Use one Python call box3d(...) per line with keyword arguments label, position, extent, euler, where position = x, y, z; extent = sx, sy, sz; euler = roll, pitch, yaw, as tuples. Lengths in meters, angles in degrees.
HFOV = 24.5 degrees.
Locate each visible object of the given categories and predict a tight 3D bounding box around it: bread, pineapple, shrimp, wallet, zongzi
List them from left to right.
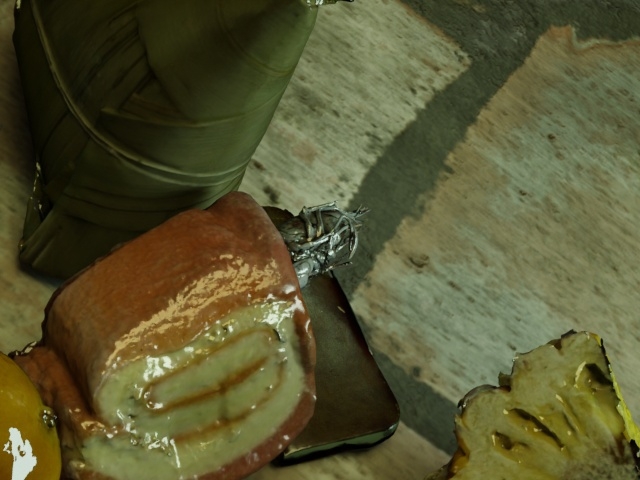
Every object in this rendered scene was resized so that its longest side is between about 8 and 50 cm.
box3d(label="zongzi", position=(-0.142, -0.226, 1.236), extent=(0.181, 0.418, 0.447), euler=(3, 57, -32))
box3d(label="bread", position=(-0.115, 0.097, 1.125), extent=(0.244, 0.190, 0.123), euler=(-28, 35, -21))
box3d(label="wallet", position=(-0.025, 0.076, 1.297), extent=(0.137, 0.031, 0.255), euler=(-5, 57, -33))
box3d(label="shrimp", position=(0.000, 0.000, 1.321), extent=(0.065, 0.056, 0.165), euler=(37, 45, 26))
box3d(label="pineapple", position=(0.195, 0.282, 1.185), extent=(0.209, 0.286, 0.344), euler=(-17, 60, 13))

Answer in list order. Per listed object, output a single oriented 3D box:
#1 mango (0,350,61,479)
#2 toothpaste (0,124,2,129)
box3d(label="mango", position=(-0.298, 0.139, 1.008), extent=(0.236, 0.166, 0.136), euler=(-4, 9, -8))
box3d(label="toothpaste", position=(-0.324, 0.006, 1.162), extent=(0.053, 0.066, 0.272), euler=(23, 45, -10))
